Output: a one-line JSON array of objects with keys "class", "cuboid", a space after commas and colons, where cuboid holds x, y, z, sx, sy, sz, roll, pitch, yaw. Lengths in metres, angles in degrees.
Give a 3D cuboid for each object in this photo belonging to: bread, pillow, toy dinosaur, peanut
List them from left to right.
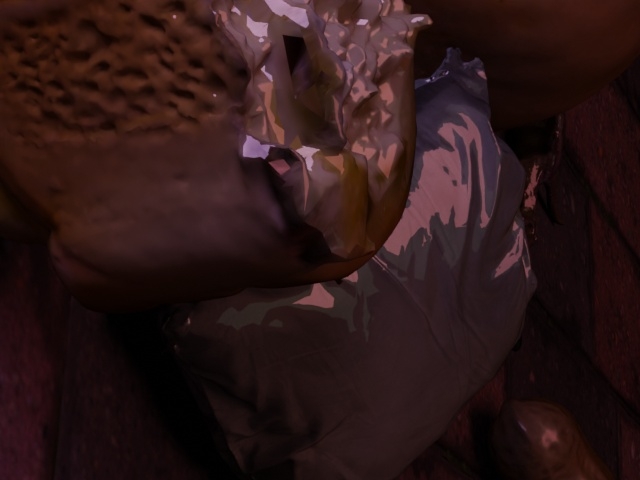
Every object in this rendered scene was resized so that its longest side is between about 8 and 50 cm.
[{"class": "bread", "cuboid": [-0.081, -0.122, 0.853, 0.211, 0.270, 0.315, -30, 104, -51]}, {"class": "pillow", "cuboid": [0.032, 0.050, 1.164, 0.310, 0.138, 0.283, -42, 137, -25]}, {"class": "toy dinosaur", "cuboid": [0.243, -0.084, 1.934, 0.251, 0.072, 0.199, -62, 151, -74]}, {"class": "peanut", "cuboid": [0.238, 0.241, 1.736, 0.236, 0.110, 0.120, 58, 41, -43]}]

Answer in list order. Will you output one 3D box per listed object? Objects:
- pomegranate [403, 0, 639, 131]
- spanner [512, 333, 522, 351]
[{"class": "pomegranate", "cuboid": [0.136, -0.268, 1.280, 0.411, 0.411, 0.411, -7, 90, -68]}, {"class": "spanner", "cuboid": [0.164, -0.015, 1.750, 0.087, 0.024, 0.316, -77, 151, -52]}]
